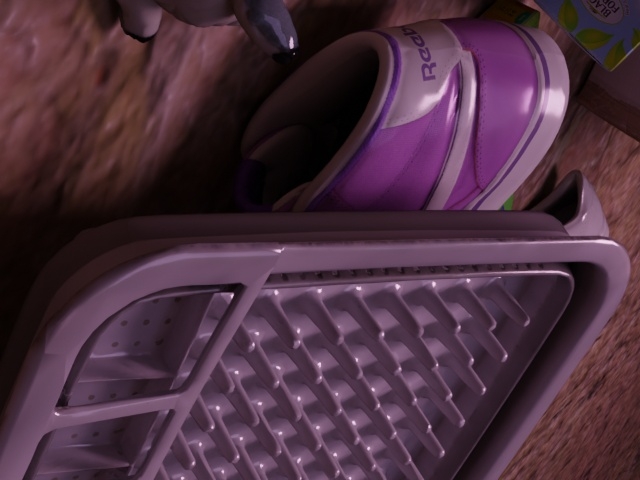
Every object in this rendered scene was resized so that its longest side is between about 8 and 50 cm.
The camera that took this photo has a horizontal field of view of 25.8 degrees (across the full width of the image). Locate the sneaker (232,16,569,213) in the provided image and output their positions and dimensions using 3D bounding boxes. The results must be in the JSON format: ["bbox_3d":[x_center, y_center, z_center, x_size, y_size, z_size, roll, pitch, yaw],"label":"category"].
[{"bbox_3d":[0.000,-0.001,0.745,0.161,0.102,0.282,-7,134,-41],"label":"sneaker"}]

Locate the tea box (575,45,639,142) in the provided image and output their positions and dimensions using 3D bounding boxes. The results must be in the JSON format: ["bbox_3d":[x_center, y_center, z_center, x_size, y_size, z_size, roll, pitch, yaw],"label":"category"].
[{"bbox_3d":[0.443,-0.149,1.124,0.323,0.329,0.220,-24,144,-52],"label":"tea box"}]

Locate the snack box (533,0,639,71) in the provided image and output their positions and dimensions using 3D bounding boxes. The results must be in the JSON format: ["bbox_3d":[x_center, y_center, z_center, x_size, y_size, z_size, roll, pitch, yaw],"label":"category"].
[{"bbox_3d":[0.213,-0.194,0.795,0.207,0.070,0.174,-44,-179,15],"label":"snack box"}]

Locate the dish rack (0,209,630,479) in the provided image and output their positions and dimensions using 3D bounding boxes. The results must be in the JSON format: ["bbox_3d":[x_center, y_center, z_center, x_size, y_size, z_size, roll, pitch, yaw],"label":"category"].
[{"bbox_3d":[-0.028,0.089,0.680,0.333,0.072,0.285,-1,131,-39],"label":"dish rack"}]

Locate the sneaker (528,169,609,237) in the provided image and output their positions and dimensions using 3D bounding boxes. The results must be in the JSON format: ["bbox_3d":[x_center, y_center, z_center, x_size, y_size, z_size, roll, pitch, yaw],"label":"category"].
[{"bbox_3d":[0.166,0.029,1.175,0.212,0.080,0.094,-55,149,-21],"label":"sneaker"}]

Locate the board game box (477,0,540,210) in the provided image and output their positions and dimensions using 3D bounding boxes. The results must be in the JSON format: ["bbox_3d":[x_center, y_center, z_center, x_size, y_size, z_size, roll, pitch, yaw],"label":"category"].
[{"bbox_3d":[0.086,-0.028,0.925,0.124,0.039,0.259,-43,150,-28],"label":"board game box"}]

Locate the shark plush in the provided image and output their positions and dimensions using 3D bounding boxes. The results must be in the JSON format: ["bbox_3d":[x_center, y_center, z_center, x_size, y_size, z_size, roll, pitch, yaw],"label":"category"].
[{"bbox_3d":[-0.056,-0.129,0.500,0.161,0.073,0.067,48,56,-48],"label":"shark plush"}]
